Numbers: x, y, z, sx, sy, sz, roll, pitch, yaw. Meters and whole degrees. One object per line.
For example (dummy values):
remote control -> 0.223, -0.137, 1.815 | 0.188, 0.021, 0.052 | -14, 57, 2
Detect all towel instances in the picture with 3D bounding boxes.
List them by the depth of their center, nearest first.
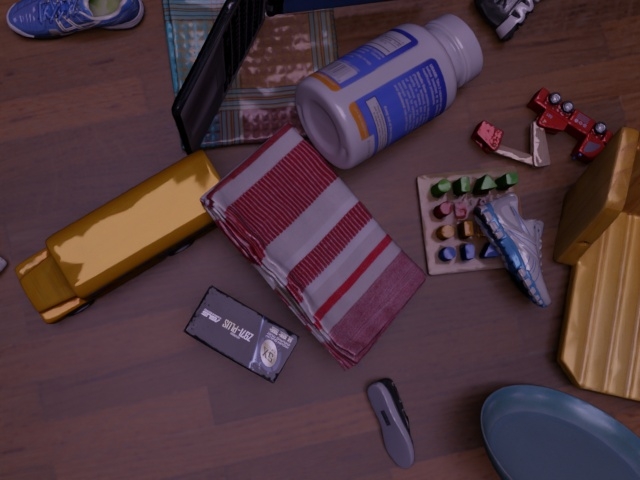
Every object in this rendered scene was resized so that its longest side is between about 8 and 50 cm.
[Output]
towel -> 0.000, 0.000, 1.500 | 0.329, 0.037, 0.237 | 49, 48, -6
towel -> -0.110, -0.336, 1.599 | 0.271, 0.040, 0.370 | -6, 86, -4

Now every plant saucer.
plant saucer -> 0.370, 0.330, 1.467 | 0.318, 0.317, 0.043 | 22, 118, -2

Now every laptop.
laptop -> -0.002, -0.272, 1.394 | 0.236, 0.382, 0.408 | 26, 85, -2

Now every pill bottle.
pill bottle -> 0.110, -0.235, 1.539 | 0.272, 0.152, 0.152 | -32, 88, -19

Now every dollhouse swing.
dollhouse swing -> 0.547, 0.060, 1.496 | 0.347, 0.315, 0.305 | 13, 64, -3

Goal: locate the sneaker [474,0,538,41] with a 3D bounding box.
sneaker -> 0.334, -0.436, 1.619 | 0.106, 0.078, 0.234 | 41, 86, -2

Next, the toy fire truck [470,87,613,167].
toy fire truck -> 0.353, -0.165, 1.612 | 0.192, 0.047, 0.135 | 33, 84, -1

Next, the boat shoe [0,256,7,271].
boat shoe -> -0.522, 0.013, 1.544 | 0.100, 0.035, 0.035 | 38, 56, 4

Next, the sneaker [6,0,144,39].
sneaker -> -0.382, -0.361, 1.561 | 0.211, 0.081, 0.080 | -10, 87, -3

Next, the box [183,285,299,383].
box -> -0.116, 0.139, 1.484 | 0.147, 0.180, 0.077 | 30, 82, -2

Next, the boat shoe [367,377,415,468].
boat shoe -> 0.117, 0.279, 1.557 | 0.040, 0.049, 0.142 | -22, 92, -44

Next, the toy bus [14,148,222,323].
toy bus -> -0.291, -0.002, 1.509 | 0.333, 0.130, 0.108 | -31, 88, -6

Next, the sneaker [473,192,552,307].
sneaker -> 0.313, 0.012, 1.531 | 0.083, 0.071, 0.190 | -32, 103, -6

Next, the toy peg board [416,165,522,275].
toy peg board -> 0.242, -0.034, 1.576 | 0.161, 0.079, 0.160 | -6, 85, -4
